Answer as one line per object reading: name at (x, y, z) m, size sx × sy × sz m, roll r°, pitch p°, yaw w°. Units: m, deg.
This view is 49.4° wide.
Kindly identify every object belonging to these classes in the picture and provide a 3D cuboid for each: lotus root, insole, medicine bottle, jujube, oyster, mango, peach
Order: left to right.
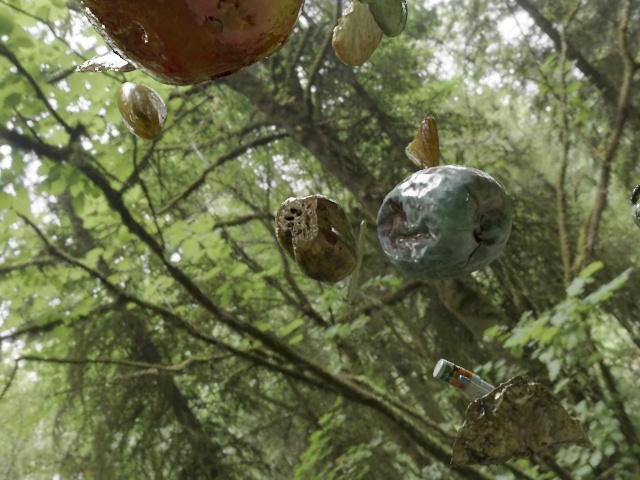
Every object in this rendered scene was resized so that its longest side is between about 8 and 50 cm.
mango at (-0.481, -0.348, 1.898) m, size 0.113 × 0.253 × 0.138 m, roll -44°, pitch -47°, yaw 12°
peach at (-0.189, -0.433, 0.970) m, size 0.339 × 0.416 × 0.353 m, roll -6°, pitch 23°, yaw 19°
lotus root at (-0.008, 0.005, 1.680) m, size 0.193 × 0.193 × 0.291 m, roll -37°, pitch -32°, yaw 3°
insole at (0.105, 0.061, 1.971) m, size 0.081 × 0.011 × 0.247 m, roll 60°, pitch -140°, yaw -67°
jujube at (0.258, -0.036, 1.496) m, size 0.216 × 0.246 × 0.308 m, roll -9°, pitch 6°, yaw -30°
medicine bottle at (0.443, 0.421, 2.030) m, size 0.061 × 0.221 × 0.092 m, roll -64°, pitch 1°, yaw -1°
oyster at (0.476, 0.427, 1.630) m, size 0.396 × 0.204 × 0.111 m, roll -5°, pitch 11°, yaw -21°

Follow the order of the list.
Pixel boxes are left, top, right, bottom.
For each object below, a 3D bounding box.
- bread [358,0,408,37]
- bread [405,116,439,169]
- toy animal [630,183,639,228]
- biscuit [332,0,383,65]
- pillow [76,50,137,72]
bread at (0.095, -0.480, 1.272) m, size 0.064 × 0.172 × 0.232 m, roll -23°, pitch -34°, yaw 25°
bread at (0.287, -0.238, 1.897) m, size 0.054 × 0.135 × 0.154 m, roll -7°, pitch -33°, yaw -21°
toy animal at (0.697, -0.016, 1.423) m, size 0.176 × 0.216 × 0.073 m, roll -32°, pitch -21°, yaw 11°
biscuit at (0.128, -0.631, 2.025) m, size 0.308 × 0.040 × 0.204 m, roll -60°, pitch -29°, yaw -17°
pillow at (-0.500, -0.443, 1.723) m, size 0.135 × 0.211 × 0.034 m, roll -40°, pitch -51°, yaw -42°
